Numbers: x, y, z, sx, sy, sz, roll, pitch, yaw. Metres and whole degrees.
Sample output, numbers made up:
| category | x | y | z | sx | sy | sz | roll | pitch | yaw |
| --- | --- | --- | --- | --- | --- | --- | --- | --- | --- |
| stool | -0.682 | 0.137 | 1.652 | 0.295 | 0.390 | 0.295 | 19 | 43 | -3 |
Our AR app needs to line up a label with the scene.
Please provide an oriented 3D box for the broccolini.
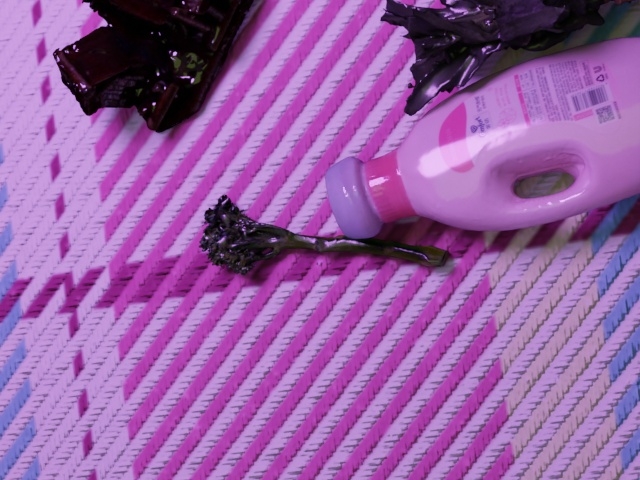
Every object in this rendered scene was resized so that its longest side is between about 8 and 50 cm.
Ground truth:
| category | x | y | z | sx | sy | sz | roll | pitch | yaw |
| --- | --- | --- | --- | --- | --- | --- | --- | --- | --- |
| broccolini | -0.003 | 0.004 | 1.772 | 0.254 | 0.057 | 0.071 | 5 | 123 | 19 |

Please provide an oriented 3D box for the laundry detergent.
| category | x | y | z | sx | sy | sz | roll | pitch | yaw |
| --- | --- | --- | --- | --- | --- | --- | --- | --- | --- |
| laundry detergent | 0.171 | -0.081 | 1.703 | 0.335 | 0.088 | 0.159 | -18 | 71 | 14 |

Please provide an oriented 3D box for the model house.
| category | x | y | z | sx | sy | sz | roll | pitch | yaw |
| --- | --- | --- | --- | --- | --- | --- | --- | --- | --- |
| model house | -0.174 | -0.210 | 1.772 | 0.141 | 0.164 | 0.203 | 23 | 96 | 21 |

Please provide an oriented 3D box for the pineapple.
| category | x | y | z | sx | sy | sz | roll | pitch | yaw |
| --- | --- | --- | --- | --- | --- | --- | --- | --- | --- |
| pineapple | 0.214 | -0.243 | 1.661 | 0.364 | 0.165 | 0.165 | -33 | 80 | 12 |
